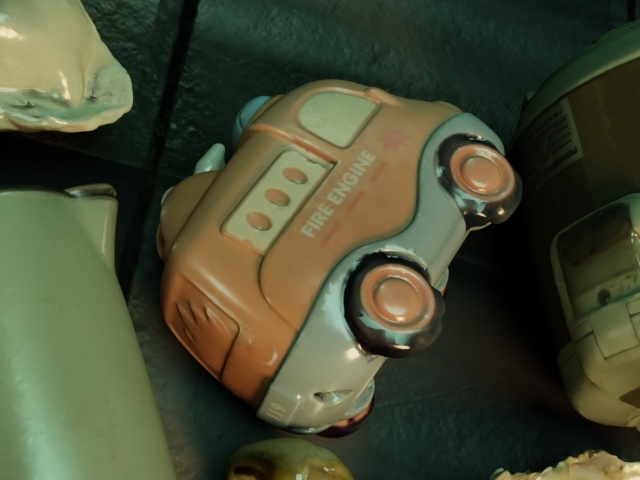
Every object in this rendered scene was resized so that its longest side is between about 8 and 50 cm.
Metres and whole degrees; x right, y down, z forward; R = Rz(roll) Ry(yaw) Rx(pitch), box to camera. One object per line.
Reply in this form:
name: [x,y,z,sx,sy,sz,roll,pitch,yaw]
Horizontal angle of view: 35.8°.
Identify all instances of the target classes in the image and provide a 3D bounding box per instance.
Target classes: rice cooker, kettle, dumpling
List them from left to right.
dumpling: [-0.262,-0.150,0.748,0.250,0.132,0.162,30,54,-8]
kettle: [-0.220,0.106,0.639,0.240,0.165,0.255,-19,72,-1]
rice cooker: [0.335,0.002,0.830,0.335,0.335,0.325,2,66,-24]

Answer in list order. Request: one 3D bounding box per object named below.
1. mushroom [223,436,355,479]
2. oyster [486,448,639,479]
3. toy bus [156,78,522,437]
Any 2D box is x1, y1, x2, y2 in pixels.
mushroom: [-0.027,0.293,0.642,0.159,0.122,0.328,9,59,2]
oyster: [0.150,0.265,0.750,0.166,0.110,0.341,50,54,-2]
toy bus: [0.000,0.000,0.773,0.232,0.194,0.287,31,57,7]
